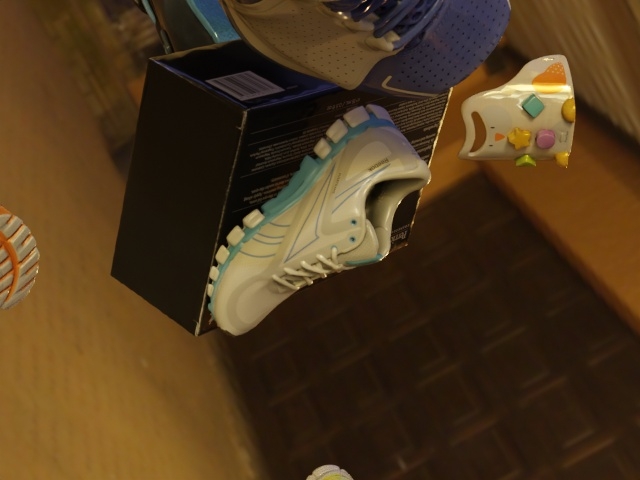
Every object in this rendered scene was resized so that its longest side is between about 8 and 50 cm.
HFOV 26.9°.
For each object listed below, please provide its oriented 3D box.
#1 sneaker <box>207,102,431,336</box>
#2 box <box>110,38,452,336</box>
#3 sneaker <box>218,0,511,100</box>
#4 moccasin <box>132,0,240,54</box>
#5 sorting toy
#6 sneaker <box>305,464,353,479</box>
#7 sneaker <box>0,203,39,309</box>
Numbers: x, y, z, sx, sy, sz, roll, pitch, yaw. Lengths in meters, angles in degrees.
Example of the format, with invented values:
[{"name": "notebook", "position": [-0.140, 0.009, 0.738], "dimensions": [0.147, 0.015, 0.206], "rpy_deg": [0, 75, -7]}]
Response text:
[{"name": "sneaker", "position": [0.000, 0.000, 0.914], "dimensions": [0.083, 0.191, 0.071], "rpy_deg": [46, 11, 31]}, {"name": "box", "position": [-0.022, -0.060, 1.025], "dimensions": [0.103, 0.261, 0.184], "rpy_deg": [30, -58, 30]}, {"name": "sneaker", "position": [0.005, -0.150, 0.670], "dimensions": [0.315, 0.127, 0.182], "rpy_deg": [32, 4, -42]}, {"name": "moccasin", "position": [-0.151, -0.264, 1.320], "dimensions": [0.117, 0.137, 0.342], "rpy_deg": [-58, -145, 37]}, {"name": "sorting toy", "position": [0.131, -0.077, 0.910], "dimensions": [0.045, 0.075, 0.083], "rpy_deg": [-101, -174, -45]}, {"name": "sneaker", "position": [0.060, 0.345, 1.488], "dimensions": [0.208, 0.081, 0.094], "rpy_deg": [49, -10, -14]}, {"name": "sneaker", "position": [-0.378, -0.017, 1.446], "dimensions": [0.083, 0.084, 0.215], "rpy_deg": [17, -41, 44]}]
